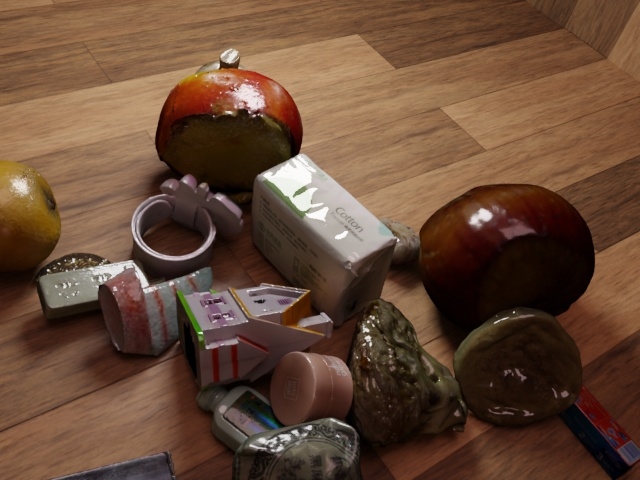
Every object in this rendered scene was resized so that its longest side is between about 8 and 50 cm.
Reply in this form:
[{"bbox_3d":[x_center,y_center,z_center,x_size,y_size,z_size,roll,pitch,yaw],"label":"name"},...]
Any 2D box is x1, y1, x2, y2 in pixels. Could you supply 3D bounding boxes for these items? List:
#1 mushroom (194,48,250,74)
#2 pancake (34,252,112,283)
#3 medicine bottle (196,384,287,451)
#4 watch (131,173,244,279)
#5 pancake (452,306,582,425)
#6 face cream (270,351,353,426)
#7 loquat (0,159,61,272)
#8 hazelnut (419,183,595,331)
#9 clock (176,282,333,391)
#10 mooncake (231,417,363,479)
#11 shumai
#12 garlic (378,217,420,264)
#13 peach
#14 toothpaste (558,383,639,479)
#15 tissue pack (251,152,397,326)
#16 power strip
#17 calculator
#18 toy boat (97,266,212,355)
[{"bbox_3d":[-0.292,-0.499,2.071,0.207,0.215,0.208,7,55,-9],"label":"mushroom"},{"bbox_3d":[-0.565,0.100,1.579,0.184,0.020,0.190,-21,55,-30],"label":"pancake"},{"bbox_3d":[-0.152,0.375,1.385,0.228,0.083,0.121,32,44,16],"label":"medicine bottle"},{"bbox_3d":[-0.335,-0.024,1.644,0.244,0.196,0.231,25,54,5],"label":"watch"},{"bbox_3d":[0.445,0.291,1.513,0.294,0.295,0.049,17,10,1],"label":"pancake"},{"bbox_3d":[-0.019,0.306,1.366,0.104,0.149,0.149,15,39,-39],"label":"face cream"},{"bbox_3d":[-0.718,-0.058,1.522,0.262,0.263,0.263,7,47,-8],"label":"loquat"},{"bbox_3d":[0.458,0.031,1.651,0.428,0.402,0.402,-13,51,-9],"label":"hazelnut"},{"bbox_3d":[-0.139,0.198,1.463,0.309,0.166,0.235,-9,23,-21],"label":"clock"},{"bbox_3d":[-0.039,0.467,1.237,0.250,0.136,0.255,-1,78,-21],"label":"mooncake"},{"bbox_3d":[0.198,0.299,1.453,0.282,0.217,0.346,13,43,-1],"label":"shumai"},{"bbox_3d":[0.198,0.008,1.806,0.159,0.102,0.147,19,31,-12],"label":"garlic"},{"bbox_3d":[-0.234,-0.287,1.758,0.416,0.339,0.353,31,82,45],"label":"peach"},{"bbox_3d":[0.606,0.397,1.565,0.066,0.076,0.320,-17,55,-28],"label":"toothpaste"},{"bbox_3d":[0.001,-0.001,1.647,0.193,0.266,0.356,-30,61,-28],"label":"tissue pack"},{"bbox_3d":[-0.494,0.106,1.539,0.287,0.053,0.093,-11,59,-33],"label":"power strip"},{"bbox_3d":[-0.398,0.498,1.251,0.261,0.021,0.161,-7,51,-20],"label":"calculator"},{"bbox_3d":[-0.353,0.144,1.535,0.282,0.096,0.206,-19,88,-45],"label":"toy boat"}]
